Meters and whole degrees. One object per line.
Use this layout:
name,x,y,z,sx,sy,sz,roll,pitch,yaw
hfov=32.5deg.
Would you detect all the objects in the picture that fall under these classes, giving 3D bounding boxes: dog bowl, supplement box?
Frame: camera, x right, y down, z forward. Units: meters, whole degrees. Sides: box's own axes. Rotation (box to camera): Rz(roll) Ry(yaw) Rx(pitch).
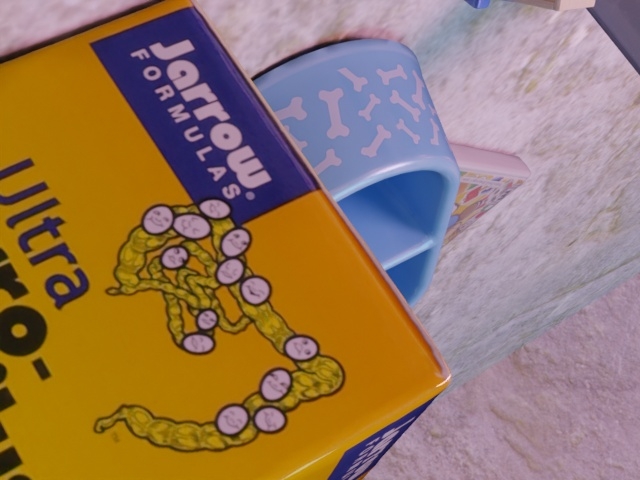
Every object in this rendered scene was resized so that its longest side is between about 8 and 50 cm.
dog bowl,0.000,0.000,0.666,0.166,0.074,0.297,-26,158,-13
supplement box,-0.164,0.088,0.425,0.356,0.195,0.194,-27,163,-23

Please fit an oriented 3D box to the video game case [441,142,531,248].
video game case,0.055,-0.003,0.895,0.206,0.026,0.227,-41,163,22

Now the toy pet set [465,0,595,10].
toy pet set,0.104,-0.165,0.505,0.122,0.065,0.114,-19,124,-50

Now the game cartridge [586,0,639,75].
game cartridge,0.288,-0.172,0.551,0.297,0.198,0.062,-37,164,8
